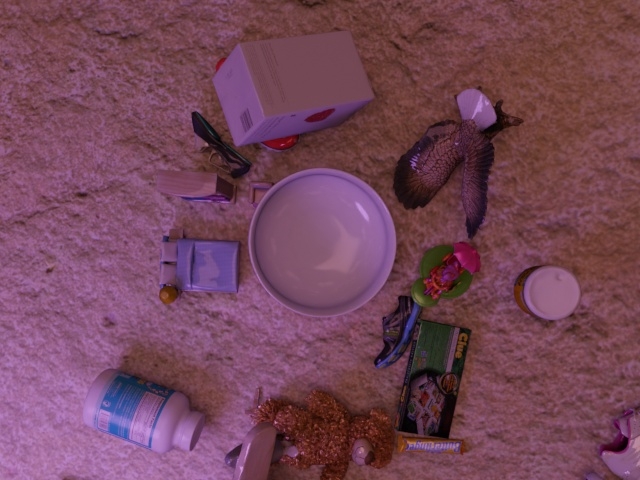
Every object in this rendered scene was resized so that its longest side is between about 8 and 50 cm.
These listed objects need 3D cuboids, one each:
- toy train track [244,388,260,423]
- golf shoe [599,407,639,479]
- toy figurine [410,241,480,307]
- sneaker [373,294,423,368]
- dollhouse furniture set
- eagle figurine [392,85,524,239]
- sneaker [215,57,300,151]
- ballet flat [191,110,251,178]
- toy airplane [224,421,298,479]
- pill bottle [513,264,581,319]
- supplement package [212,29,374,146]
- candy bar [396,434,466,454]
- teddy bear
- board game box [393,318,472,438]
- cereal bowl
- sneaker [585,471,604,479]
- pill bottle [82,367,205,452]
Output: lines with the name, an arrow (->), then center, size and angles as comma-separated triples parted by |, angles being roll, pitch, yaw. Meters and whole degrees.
toy train track -> -0.156, 0.400, 1.730 | 0.048, 0.014, 0.083 | 5, 82, 14
golf shoe -> 0.743, 0.404, 1.583 | 0.140, 0.115, 0.306 | 34, 90, 10
toy figurine -> 0.290, 0.066, 1.603 | 0.173, 0.159, 0.130 | -41, 83, -17
sneaker -> 0.175, 0.215, 1.685 | 0.078, 0.067, 0.188 | 26, 90, 25
dollhouse furniture set -> -0.248, 0.006, 1.670 | 0.286, 0.198, 0.303 | 4, 88, 7
eagle figurine -> 0.326, -0.181, 1.627 | 0.225, 0.226, 0.298 | 36, 86, -13
sneaker -> -0.162, -0.325, 1.719 | 0.107, 0.118, 0.279 | -43, 83, 4
ballet flat -> -0.260, -0.228, 1.751 | 0.203, 0.074, 0.074 | 44, 92, 5
toy airplane -> -0.164, 0.616, 1.572 | 0.386, 0.272, 0.384 | -36, 116, 1
pill bottle -> 0.491, 0.112, 1.576 | 0.117, 0.208, 0.117 | 0, 87, 6
supplement package -> -0.061, -0.344, 1.616 | 0.293, 0.177, 0.175 | -17, 84, -30
candy bar -> 0.260, 0.480, 1.677 | 0.161, 0.018, 0.040 | 1, 87, 7
teddy bear -> 0.002, 0.464, 1.660 | 0.338, 0.113, 0.245 | 21, 91, 7
board game box -> 0.260, 0.320, 1.656 | 0.136, 0.030, 0.260 | 14, 88, -15
cereal bowl -> 0.000, 0.000, 1.654 | 0.339, 0.141, 0.339 | -1, 96, -6
sneaker -> 0.625, 0.660, 1.582 | 0.153, 0.101, 0.268 | -29, 87, 1
pill bottle -> -0.411, 0.410, 1.690 | 0.264, 0.146, 0.146 | 18, 89, 7
